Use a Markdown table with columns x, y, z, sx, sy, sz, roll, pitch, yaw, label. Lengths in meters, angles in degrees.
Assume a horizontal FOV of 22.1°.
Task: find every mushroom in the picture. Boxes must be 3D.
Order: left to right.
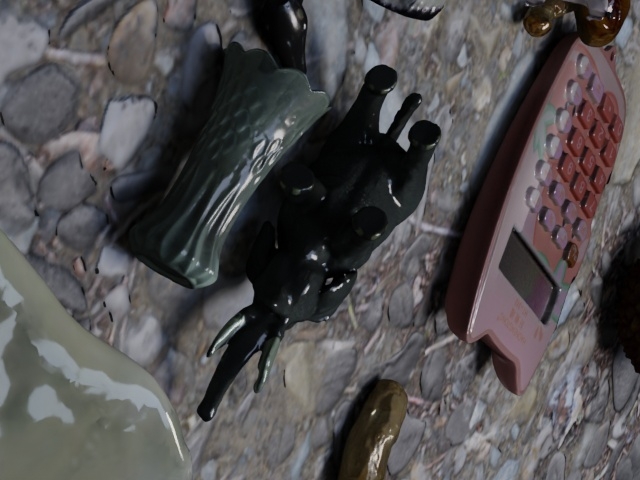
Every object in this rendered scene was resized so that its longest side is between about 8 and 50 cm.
| x | y | z | sx | sy | sz | roll | pitch | yaw | label |
| --- | --- | --- | --- | --- | --- | --- | --- | --- | --- |
| 0.226 | -0.201 | 1.407 | 0.129 | 0.073 | 0.088 | -42 | 147 | -39 | mushroom |

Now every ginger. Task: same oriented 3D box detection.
| x | y | z | sx | sy | sz | roll | pitch | yaw | label |
| --- | --- | --- | --- | --- | --- | --- | --- | --- | --- |
| 0.039 | 0.203 | 1.361 | 0.069 | 0.051 | 0.173 | -5 | 113 | -60 | ginger |

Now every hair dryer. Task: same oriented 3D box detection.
| x | y | z | sx | sy | sz | roll | pitch | yaw | label |
| --- | --- | --- | --- | --- | --- | --- | --- | --- | --- |
| -0.011 | -0.159 | 1.105 | 0.079 | 0.031 | 0.083 | 76 | 35 | -58 | hair dryer |

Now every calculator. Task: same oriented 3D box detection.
| x | y | z | sx | sy | sz | roll | pitch | yaw | label |
| --- | --- | --- | --- | --- | --- | --- | --- | --- | --- |
| 0.205 | -0.035 | 1.498 | 0.329 | 0.048 | 0.220 | -65 | 148 | -13 | calculator |

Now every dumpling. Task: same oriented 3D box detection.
| x | y | z | sx | sy | sz | roll | pitch | yaw | label |
| --- | --- | --- | --- | --- | --- | --- | --- | --- | --- |
| -0.185 | 0.114 | 0.783 | 0.187 | 0.243 | 0.318 | -80 | 179 | -52 | dumpling |

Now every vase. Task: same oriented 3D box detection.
| x | y | z | sx | sy | sz | roll | pitch | yaw | label |
| --- | --- | --- | --- | --- | --- | --- | --- | --- | --- |
| -0.063 | -0.044 | 1.041 | 0.148 | 0.081 | 0.081 | -59 | 148 | -10 | vase |

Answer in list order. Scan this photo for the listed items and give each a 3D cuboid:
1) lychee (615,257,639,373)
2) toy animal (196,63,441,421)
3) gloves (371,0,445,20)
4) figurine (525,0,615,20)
| x | y | z | sx | sy | sz | roll | pitch | yaw | label |
| --- | --- | --- | --- | --- | --- | --- | --- | --- | --- |
| 0.405 | 0.084 | 1.743 | 0.188 | 0.188 | 0.188 | -34 | 134 | -45 | lychee |
| 0.000 | -0.002 | 1.124 | 0.269 | 0.082 | 0.137 | -55 | 173 | -26 | toy animal |
| 0.077 | -0.264 | 1.063 | 0.218 | 0.131 | 0.140 | -63 | 172 | 18 | gloves |
| 0.214 | -0.310 | 1.264 | 0.182 | 0.144 | 0.256 | 38 | 71 | -53 | figurine |
